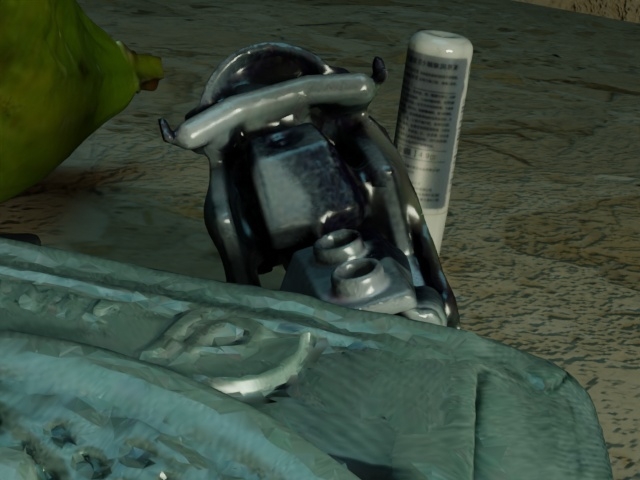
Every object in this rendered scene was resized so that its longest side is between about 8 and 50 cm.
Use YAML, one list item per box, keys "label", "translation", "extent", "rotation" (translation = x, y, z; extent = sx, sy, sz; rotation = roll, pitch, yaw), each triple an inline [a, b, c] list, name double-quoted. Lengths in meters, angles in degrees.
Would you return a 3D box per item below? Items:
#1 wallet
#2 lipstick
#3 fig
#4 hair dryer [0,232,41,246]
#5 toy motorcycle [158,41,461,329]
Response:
- label: "wallet"
  translation: [-0.086, 0.080, 0.308]
  extent: [0.342, 0.075, 0.237]
  rotation: [11, 36, 1]
- label: "lipstick"
  translation: [0.063, -0.054, 0.742]
  extent: [0.040, 0.141, 0.040]
  rotation: [7, 20, -3]
- label: "fig"
  translation: [-0.210, -0.110, 0.721]
  extent: [0.314, 0.233, 0.233]
  rotation: [21, 9, -31]
- label: "hair dryer"
  translation: [-0.185, 0.072, 0.403]
  extent: [0.195, 0.078, 0.248]
  rotation: [-1, 25, -17]
- label: "toy motorcycle"
  translation: [0.000, 0.000, 0.541]
  extent: [0.106, 0.159, 0.270]
  rotation: [-17, 19, -4]
